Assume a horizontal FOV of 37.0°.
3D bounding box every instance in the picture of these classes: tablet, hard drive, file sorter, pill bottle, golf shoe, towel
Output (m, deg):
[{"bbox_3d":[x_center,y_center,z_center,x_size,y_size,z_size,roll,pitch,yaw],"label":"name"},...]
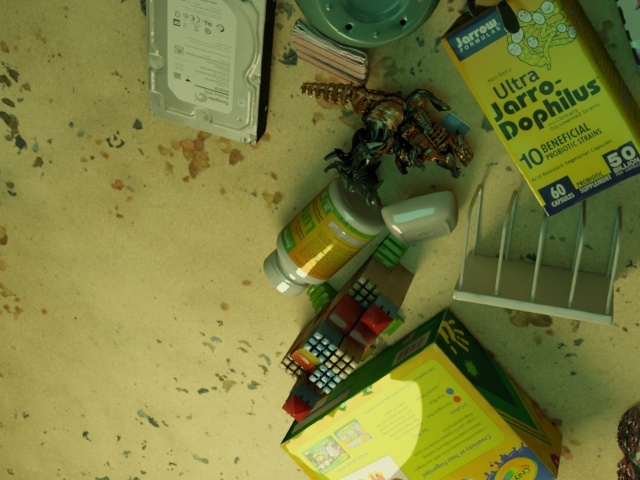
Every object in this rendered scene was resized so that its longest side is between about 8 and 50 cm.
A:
[{"bbox_3d":[0.238,-0.196,1.791,0.054,0.006,0.083,37,118,0],"label":"tablet"},{"bbox_3d":[-0.208,-0.353,1.782,0.237,0.064,0.339,18,134,10],"label":"hard drive"},{"bbox_3d":[0.400,0.017,1.733,0.277,0.193,0.173,10,113,14],"label":"file sorter"},{"bbox_3d":[0.000,0.000,1.881,0.136,0.136,0.245,44,119,-5],"label":"pill bottle"},{"bbox_3d":[0.642,0.414,1.915,0.086,0.067,0.186,-8,109,-13],"label":"golf shoe"},{"bbox_3d":[0.021,-0.330,1.709,0.144,0.197,0.029,27,88,4],"label":"towel"}]

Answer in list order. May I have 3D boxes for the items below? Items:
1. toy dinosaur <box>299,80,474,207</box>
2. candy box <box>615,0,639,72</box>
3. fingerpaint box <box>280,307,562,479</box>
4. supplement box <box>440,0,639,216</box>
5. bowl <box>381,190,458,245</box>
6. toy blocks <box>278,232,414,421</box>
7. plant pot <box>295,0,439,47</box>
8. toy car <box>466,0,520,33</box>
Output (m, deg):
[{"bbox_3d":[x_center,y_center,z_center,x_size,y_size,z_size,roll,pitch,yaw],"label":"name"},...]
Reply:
[{"bbox_3d":[0.116,-0.198,1.762,0.322,0.164,0.218,35,110,12],"label":"toy dinosaur"},{"bbox_3d":[0.580,-0.369,1.561,0.165,0.070,0.196,-18,111,24],"label":"candy box"},{"bbox_3d":[0.208,0.415,1.989,0.445,0.163,0.371,-39,97,29],"label":"fingerpaint box"},{"bbox_3d":[0.387,-0.256,1.608,0.194,0.195,0.356,-29,102,26],"label":"supplement box"},{"bbox_3d":[0.192,-0.036,1.794,0.142,0.142,0.053,-16,71,9],"label":"bowl"},{"bbox_3d":[0.037,0.187,1.885,0.191,0.261,0.381,40,119,-2],"label":"toy blocks"},{"bbox_3d":[0.075,-0.448,1.546,0.293,0.235,0.293,-1,125,-2],"label":"plant pot"},{"bbox_3d":[0.259,-0.405,1.414,0.155,0.188,0.149,14,161,-27],"label":"toy car"}]
